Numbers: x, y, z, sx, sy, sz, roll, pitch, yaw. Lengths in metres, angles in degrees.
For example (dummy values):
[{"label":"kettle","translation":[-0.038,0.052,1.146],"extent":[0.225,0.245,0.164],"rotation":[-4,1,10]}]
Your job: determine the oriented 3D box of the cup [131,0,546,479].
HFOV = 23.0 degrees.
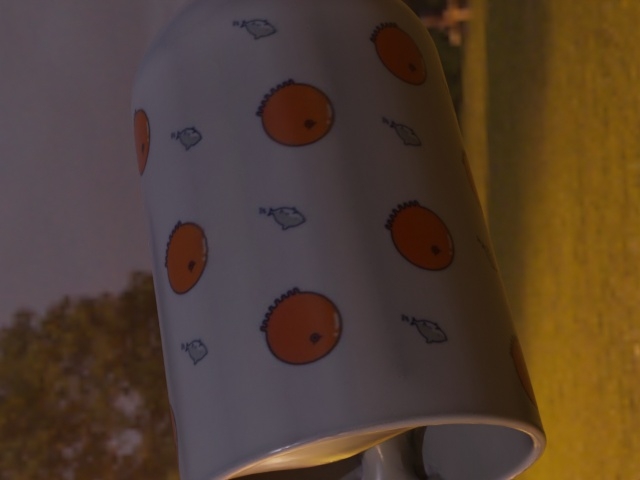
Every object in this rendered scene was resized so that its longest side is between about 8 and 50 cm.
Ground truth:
[{"label":"cup","translation":[0.000,0.000,0.968],"extent":[0.212,0.212,0.317],"rotation":[77,-178,-66]}]
